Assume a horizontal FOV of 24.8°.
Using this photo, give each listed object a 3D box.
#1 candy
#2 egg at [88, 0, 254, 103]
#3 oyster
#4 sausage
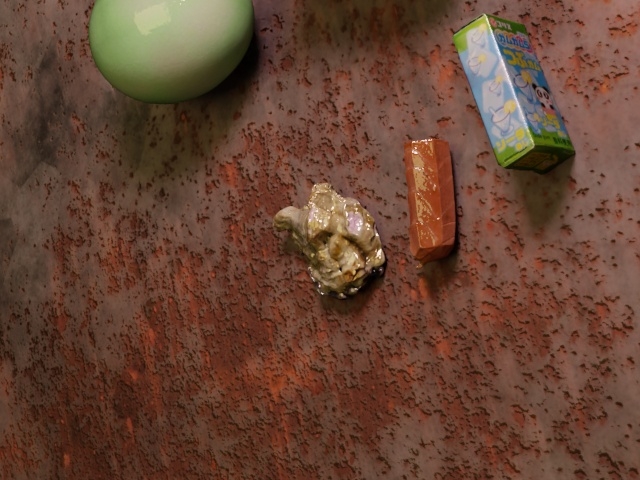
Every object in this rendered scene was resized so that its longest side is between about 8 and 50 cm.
[{"bbox_3d":[0.241,-0.184,1.831,0.062,0.097,0.194,-33,66,37],"label":"candy"},{"bbox_3d":[-0.223,-0.318,2.179,0.269,0.220,0.220,-17,76,41],"label":"egg"},{"bbox_3d":[0.000,0.000,2.051,0.191,0.081,0.163,6,95,46],"label":"oyster"},{"bbox_3d":[0.145,-0.047,1.930,0.065,0.065,0.169,-10,81,41],"label":"sausage"}]
